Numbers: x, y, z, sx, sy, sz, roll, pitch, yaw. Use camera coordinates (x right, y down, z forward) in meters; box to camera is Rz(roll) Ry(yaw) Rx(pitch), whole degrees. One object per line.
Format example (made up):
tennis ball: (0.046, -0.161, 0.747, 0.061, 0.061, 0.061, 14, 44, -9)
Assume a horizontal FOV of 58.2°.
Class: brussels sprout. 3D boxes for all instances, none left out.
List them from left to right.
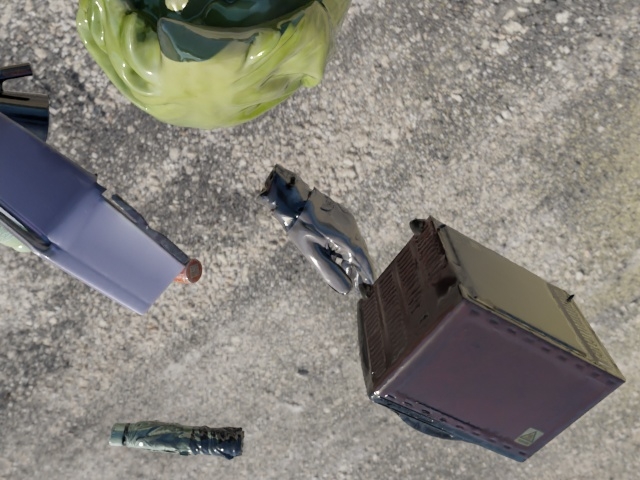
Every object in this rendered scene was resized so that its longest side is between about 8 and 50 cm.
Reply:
brussels sprout: (-0.125, -0.346, 0.834, 0.343, 0.425, 0.361, 17, 162, 8)

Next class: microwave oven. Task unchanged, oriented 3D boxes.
microwave oven: (0.181, 0.120, 0.686, 0.247, 0.178, 0.188, 26, 121, -18)

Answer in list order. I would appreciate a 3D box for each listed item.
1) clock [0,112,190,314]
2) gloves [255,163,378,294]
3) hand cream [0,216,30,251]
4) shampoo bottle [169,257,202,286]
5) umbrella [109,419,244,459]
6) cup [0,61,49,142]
clock: (-0.225, -0.026, 0.505, 0.073, 0.193, 0.144, -53, 152, -13)
gloves: (0.003, -0.007, 0.980, 0.119, 0.142, 0.285, -26, 115, 38)
hand cream: (-0.809, -0.060, 1.424, 0.147, 0.093, 0.306, -50, 158, -12)
shampoo bottle: (-0.297, 0.043, 0.970, 0.221, 0.051, 0.108, 3, 146, 28)
umbrella: (-0.203, 0.284, 0.823, 0.188, 0.050, 0.046, 3, 84, -2)
cup: (-0.909, -0.401, 1.699, 0.177, 0.166, 0.239, 3, 94, -35)
